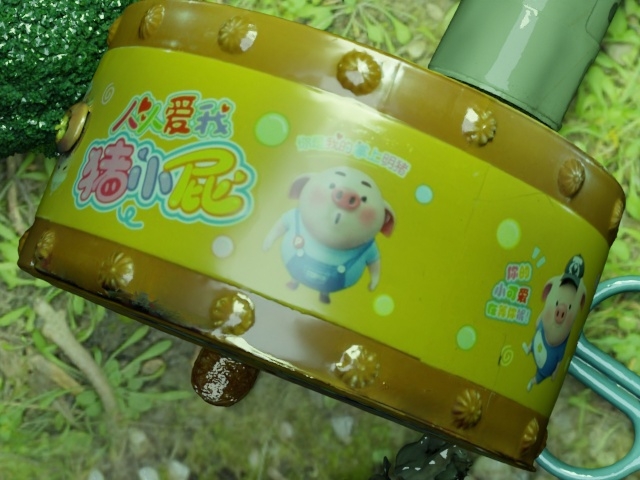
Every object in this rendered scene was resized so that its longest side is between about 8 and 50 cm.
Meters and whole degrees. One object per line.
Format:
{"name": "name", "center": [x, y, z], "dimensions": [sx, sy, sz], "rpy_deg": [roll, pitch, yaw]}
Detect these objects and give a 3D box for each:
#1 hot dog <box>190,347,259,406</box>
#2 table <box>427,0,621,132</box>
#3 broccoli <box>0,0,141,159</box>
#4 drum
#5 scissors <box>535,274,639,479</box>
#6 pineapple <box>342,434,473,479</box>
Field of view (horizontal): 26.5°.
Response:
{"name": "hot dog", "center": [-0.083, 0.109, 1.230], "dimensions": [0.058, 0.035, 0.083], "rpy_deg": [25, 87, 10]}
{"name": "table", "center": [0.192, -0.214, 1.145], "dimensions": [0.126, 0.126, 0.220], "rpy_deg": [26, 92, 11]}
{"name": "broccoli", "center": [-0.265, -0.202, 1.201], "dimensions": [0.294, 0.265, 0.245], "rpy_deg": [-34, 47, 1]}
{"name": "drum", "center": [0.000, 0.000, 1.017], "dimensions": [0.431, 0.431, 0.214], "rpy_deg": [21, 84, 11]}
{"name": "scissors", "center": [0.379, 0.212, 1.140], "dimensions": [0.447, 0.029, 0.193], "rpy_deg": [35, 95, 10]}
{"name": "pineapple", "center": [-0.021, 0.262, 1.159], "dimensions": [0.361, 0.175, 0.175], "rpy_deg": [-29, 83, -1]}
